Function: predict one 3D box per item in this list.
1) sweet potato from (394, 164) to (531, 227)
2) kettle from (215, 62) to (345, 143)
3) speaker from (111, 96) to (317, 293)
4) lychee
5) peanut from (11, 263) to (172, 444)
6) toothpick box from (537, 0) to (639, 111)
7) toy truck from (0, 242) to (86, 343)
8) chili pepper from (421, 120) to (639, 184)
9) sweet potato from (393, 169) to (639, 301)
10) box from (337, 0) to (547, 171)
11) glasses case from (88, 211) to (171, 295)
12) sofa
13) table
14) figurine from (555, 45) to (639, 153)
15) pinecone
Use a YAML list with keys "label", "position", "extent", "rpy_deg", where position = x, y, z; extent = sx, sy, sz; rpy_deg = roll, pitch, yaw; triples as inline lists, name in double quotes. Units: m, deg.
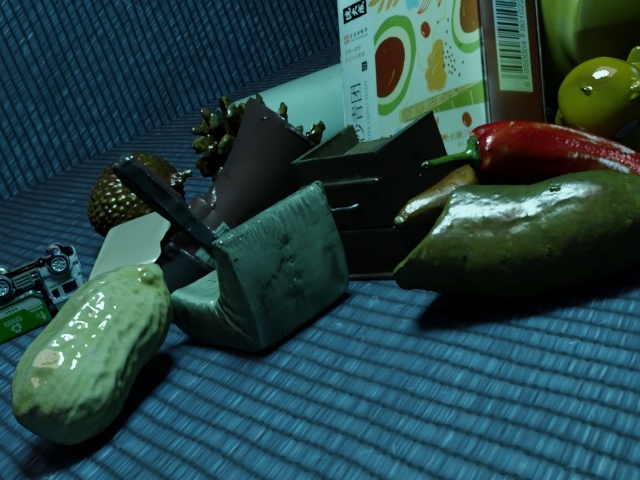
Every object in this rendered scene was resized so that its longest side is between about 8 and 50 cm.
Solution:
- label: "sweet potato"
  position: [0.251, -0.066, 1.501]
  extent: [0.359, 0.112, 0.112]
  rpy_deg: [-16, 13, -32]
- label: "kettle"
  position: [-0.037, -0.221, 2.211]
  extent: [0.318, 0.265, 0.205]
  rpy_deg: [-26, 50, -15]
- label: "speaker"
  position: [-0.153, -0.070, 1.621]
  extent: [0.329, 0.259, 0.198]
  rpy_deg: [-47, 55, -7]
- label: "lychee"
  position: [-0.369, -0.091, 2.146]
  extent: [0.238, 0.200, 0.200]
  rpy_deg: [-28, 16, 13]
- label: "peanut"
  position: [-0.300, 0.146, 1.404]
  extent: [0.152, 0.152, 0.313]
  rpy_deg: [-10, 35, 30]
- label: "toothpick box"
  position: [0.487, -0.408, 1.760]
  extent: [0.409, 0.408, 0.425]
  rpy_deg: [-22, 21, -5]
- label: "toy truck"
  position: [-0.549, 0.100, 1.886]
  extent: [0.253, 0.124, 0.114]
  rpy_deg: [-23, 18, -12]
- label: "chili pepper"
  position: [0.328, -0.102, 1.382]
  extent: [0.369, 0.091, 0.137]
  rpy_deg: [8, 23, 16]
- label: "sweet potato"
  position: [0.273, -0.005, 1.263]
  extent: [0.370, 0.157, 0.158]
  rpy_deg: [-5, 22, 22]
- label: "box"
  position: [0.189, -0.287, 1.731]
  extent: [0.122, 0.344, 0.385]
  rpy_deg: [-2, -4, -33]
- label: "glasses case"
  position: [-0.329, 0.034, 1.911]
  extent: [0.144, 0.076, 0.336]
  rpy_deg: [-19, 18, 3]
- label: "sofa"
  position: [-0.103, 0.035, 1.491]
  extent: [0.210, 0.176, 0.225]
  rpy_deg: [-32, 21, -32]
- label: "table"
  position: [0.087, -0.063, 1.539]
  extent: [0.169, 0.193, 0.172]
  rpy_deg: [-4, 24, 43]
- label: "figurine"
  position: [0.438, -0.181, 1.493]
  extent: [0.215, 0.215, 0.228]
  rpy_deg: [-5, 21, 40]
- label: "pinecone"
  position: [-0.092, -0.141, 1.880]
  extent: [0.244, 0.309, 0.244]
  rpy_deg: [-52, 0, -1]
